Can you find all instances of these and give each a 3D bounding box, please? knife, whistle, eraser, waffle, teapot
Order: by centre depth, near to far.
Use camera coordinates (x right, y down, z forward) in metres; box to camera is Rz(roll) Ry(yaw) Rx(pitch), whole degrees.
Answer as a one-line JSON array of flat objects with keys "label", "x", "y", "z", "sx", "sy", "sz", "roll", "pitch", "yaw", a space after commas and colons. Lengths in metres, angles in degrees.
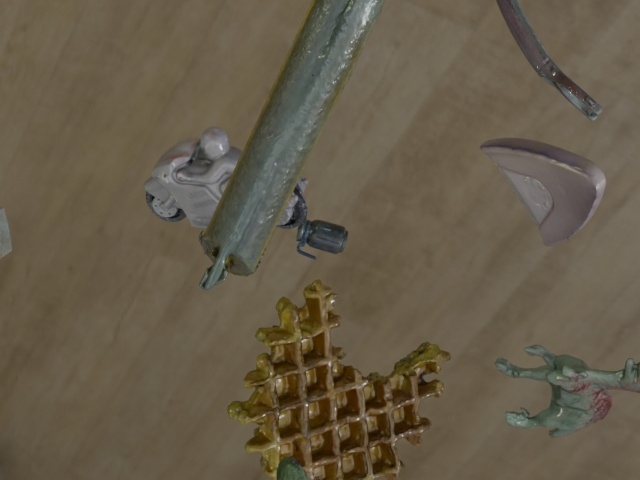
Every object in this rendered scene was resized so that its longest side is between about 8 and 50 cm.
[{"label": "whistle", "x": -0.025, "y": -0.098, "z": 1.053, "sx": 0.057, "sy": 0.068, "sz": 0.326, "roll": 31, "pitch": 110, "yaw": 8}, {"label": "waffle", "x": 0.018, "y": 0.204, "z": 1.617, "sx": 0.293, "sy": 0.069, "sz": 0.260, "roll": 33, "pitch": 80, "yaw": -30}, {"label": "knife", "x": 0.297, "y": -0.282, "z": 1.752, "sx": 0.053, "sy": 0.123, "sz": 0.278, "roll": -32, "pitch": 86, "yaw": 3}, {"label": "eraser", "x": 0.374, "y": -0.090, "z": 2.001, "sx": 0.059, "sy": 0.243, "sz": 0.204, "roll": -38, "pitch": 101, "yaw": -22}, {"label": "teapot", "x": 0.000, "y": -0.001, "z": 2.108, "sx": 0.083, "sy": 0.049, "sz": 0.064, "roll": 15, "pitch": 99, "yaw": -3}]

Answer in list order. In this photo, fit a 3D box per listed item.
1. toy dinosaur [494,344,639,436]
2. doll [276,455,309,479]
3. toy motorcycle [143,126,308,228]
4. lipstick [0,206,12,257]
[{"label": "toy dinosaur", "x": 0.260, "y": 0.166, "z": 1.286, "sx": 0.167, "sy": 0.053, "sz": 0.242, "roll": 7, "pitch": 150, "yaw": 23}, {"label": "doll", "x": -0.027, "y": 0.269, "z": 1.112, "sx": 0.077, "sy": 0.150, "sz": 0.115, "roll": 0, "pitch": 157, "yaw": -8}, {"label": "toy motorcycle", "x": -0.148, "y": -0.090, "z": 1.885, "sx": 0.260, "sy": 0.110, "sz": 0.171, "roll": 4, "pitch": 125, "yaw": 18}, {"label": "lipstick", "x": -0.546, "y": 0.033, "z": 1.782, "sx": 0.079, "sy": 0.371, "sz": 0.076, "roll": -5, "pitch": 104, "yaw": 12}]
